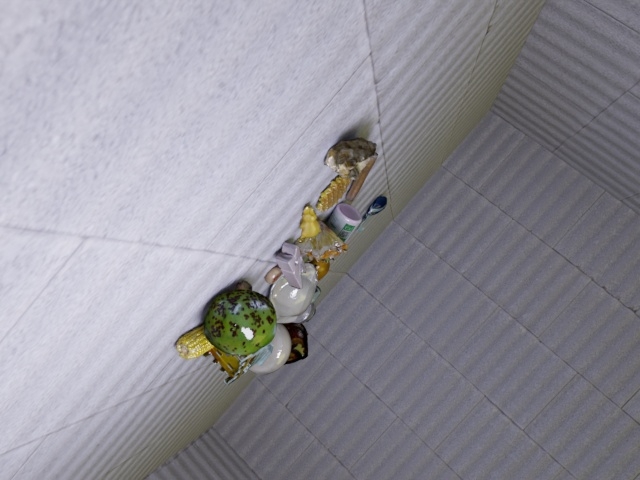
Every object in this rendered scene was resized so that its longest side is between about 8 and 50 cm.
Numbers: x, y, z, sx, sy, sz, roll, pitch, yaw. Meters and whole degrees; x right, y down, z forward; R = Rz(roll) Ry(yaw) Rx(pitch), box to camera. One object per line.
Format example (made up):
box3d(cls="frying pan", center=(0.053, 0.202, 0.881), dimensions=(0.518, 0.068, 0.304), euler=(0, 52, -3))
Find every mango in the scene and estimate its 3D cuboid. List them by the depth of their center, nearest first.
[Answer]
box3d(cls="mango", center=(-0.020, 0.163, 2.186), dimensions=(0.147, 0.109, 0.227), euler=(-41, 167, -28))

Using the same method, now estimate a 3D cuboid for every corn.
box3d(cls="corn", center=(-0.414, 0.350, 1.454), dimensions=(0.093, 0.093, 0.244), euler=(-54, 167, 24))

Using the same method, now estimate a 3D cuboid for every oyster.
box3d(cls="oyster", center=(0.101, -0.267, 1.306), dimensions=(0.166, 0.110, 0.341), euler=(-50, 172, 33))

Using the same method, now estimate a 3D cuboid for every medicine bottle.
box3d(cls="medicine bottle", center=(0.069, -0.031, 1.845), dimensions=(0.133, 0.133, 0.274), euler=(-31, 158, -53))

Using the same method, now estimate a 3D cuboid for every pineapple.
box3d(cls="pineapple", center=(0.000, 0.000, 1.679), dimensions=(0.114, 0.236, 0.186), euler=(73, 21, -81))

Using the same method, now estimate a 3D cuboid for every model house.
box3d(cls="model house", center=(-0.346, 0.440, 1.684), dimensions=(0.215, 0.224, 0.198), euler=(-23, 150, -55))

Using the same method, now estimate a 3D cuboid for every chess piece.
box3d(cls="chess piece", center=(-0.198, 0.147, 1.698), dimensions=(0.083, 0.038, 0.083), euler=(-44, 167, -13))

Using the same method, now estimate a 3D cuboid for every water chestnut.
box3d(cls="water chestnut", center=(-0.237, 0.608, 2.496), dimensions=(0.335, 0.347, 0.335), euler=(-10, 140, -9))

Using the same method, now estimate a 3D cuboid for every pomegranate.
box3d(cls="pomegranate", center=(-0.273, 0.271, 1.392), dimensions=(0.254, 0.254, 0.270), euler=(116, -19, -51))

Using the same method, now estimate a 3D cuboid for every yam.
box3d(cls="yam", center=(0.168, -0.263, 1.679), dimensions=(0.046, 0.046, 0.264), euler=(-37, 163, -41))

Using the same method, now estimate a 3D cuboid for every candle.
box3d(cls="candle", center=(-0.136, 0.386, 2.305), dimensions=(0.187, 0.187, 0.330), euler=(-47, 167, -3))

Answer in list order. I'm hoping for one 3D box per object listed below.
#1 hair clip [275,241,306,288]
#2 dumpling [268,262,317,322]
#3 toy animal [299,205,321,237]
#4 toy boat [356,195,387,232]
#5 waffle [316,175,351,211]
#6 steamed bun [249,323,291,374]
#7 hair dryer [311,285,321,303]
box3d(cls="hair clip", center=(-0.119, 0.108, 1.676), dimensions=(0.331, 0.085, 0.101), euler=(73, 39, -66))
box3d(cls="dumpling", center=(-0.158, 0.273, 1.942), dimensions=(0.260, 0.181, 0.341), euler=(-2, 148, -44))
box3d(cls="toy animal", center=(-0.037, -0.081, 1.492), dimensions=(0.083, 0.070, 0.159), euler=(-6, 142, -6))
box3d(cls="toy boat", center=(0.302, -0.151, 2.435), dimensions=(0.291, 0.070, 0.210), euler=(-49, 166, 18))
box3d(cls="waffle", center=(0.053, -0.184, 1.548), dimensions=(0.191, 0.038, 0.191), euler=(-46, 168, -13))
box3d(cls="steamed bun", center=(-0.276, 0.549, 2.074), dimensions=(0.283, 0.283, 0.177), euler=(-48, 151, 0))
box3d(cls="hair dryer", center=(-0.101, 0.296, 2.116), dimensions=(0.229, 0.092, 0.267), euler=(-44, 156, -13))
